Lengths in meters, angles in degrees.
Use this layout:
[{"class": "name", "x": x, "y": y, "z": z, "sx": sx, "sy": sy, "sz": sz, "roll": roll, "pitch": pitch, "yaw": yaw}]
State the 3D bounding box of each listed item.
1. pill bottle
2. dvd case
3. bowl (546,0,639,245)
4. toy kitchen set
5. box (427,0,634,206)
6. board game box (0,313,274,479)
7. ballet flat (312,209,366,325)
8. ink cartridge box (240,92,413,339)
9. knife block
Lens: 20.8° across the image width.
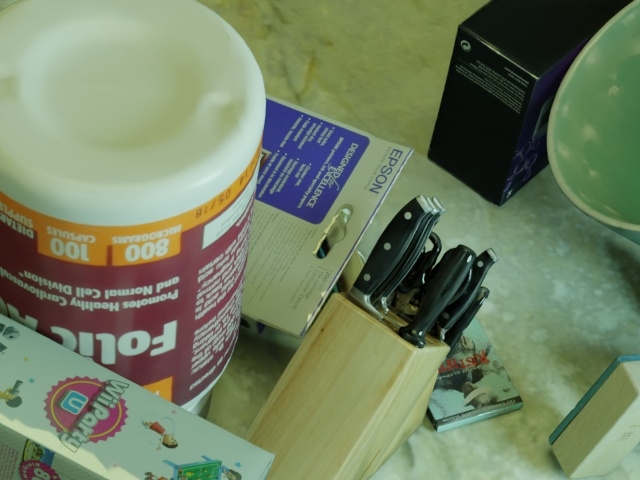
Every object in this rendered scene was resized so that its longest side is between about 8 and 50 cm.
[{"class": "pill bottle", "x": -0.168, "y": 0.010, "z": 1.370, "sx": 0.224, "sy": 0.392, "sz": 0.224, "roll": 4, "pitch": 50, "yaw": -5}, {"class": "dvd case", "x": 0.119, "y": 0.113, "z": 1.576, "sx": 0.087, "sy": 0.013, "sz": 0.119, "roll": -13, "pitch": 55, "yaw": -18}, {"class": "bowl", "x": 0.374, "y": -0.088, "z": 1.548, "sx": 0.311, "sy": 0.163, "sz": 0.311, "roll": -21, "pitch": 45, "yaw": 22}, {"class": "toy kitchen set", "x": 0.290, "y": 0.106, "z": 1.565, "sx": 0.207, "sy": 0.122, "sz": 0.166, "roll": 0, "pitch": 48, "yaw": -35}, {"class": "box", "x": 0.235, "y": -0.183, "z": 1.724, "sx": 0.103, "sy": 0.184, "sz": 0.261, "roll": 38, "pitch": 56, "yaw": 19}, {"class": "board game box", "x": -0.211, "y": 0.189, "z": 1.308, "sx": 0.303, "sy": 0.224, "sz": 0.097, "roll": 27, "pitch": 42, "yaw": 6}, {"class": "ballet flat", "x": 0.000, "y": 0.000, "z": 1.625, "sx": 0.073, "sy": 0.080, "sz": 0.232, "roll": 11, "pitch": 46, "yaw": -37}, {"class": "ink cartridge box", "x": -0.046, "y": -0.024, "z": 1.571, "sx": 0.208, "sy": 0.045, "sz": 0.206, "roll": 22, "pitch": 71, "yaw": 28}, {"class": "knife block", "x": 0.032, "y": 0.100, "z": 1.424, "sx": 0.088, "sy": 0.242, "sz": 0.275, "roll": 34, "pitch": 54, "yaw": 20}]
